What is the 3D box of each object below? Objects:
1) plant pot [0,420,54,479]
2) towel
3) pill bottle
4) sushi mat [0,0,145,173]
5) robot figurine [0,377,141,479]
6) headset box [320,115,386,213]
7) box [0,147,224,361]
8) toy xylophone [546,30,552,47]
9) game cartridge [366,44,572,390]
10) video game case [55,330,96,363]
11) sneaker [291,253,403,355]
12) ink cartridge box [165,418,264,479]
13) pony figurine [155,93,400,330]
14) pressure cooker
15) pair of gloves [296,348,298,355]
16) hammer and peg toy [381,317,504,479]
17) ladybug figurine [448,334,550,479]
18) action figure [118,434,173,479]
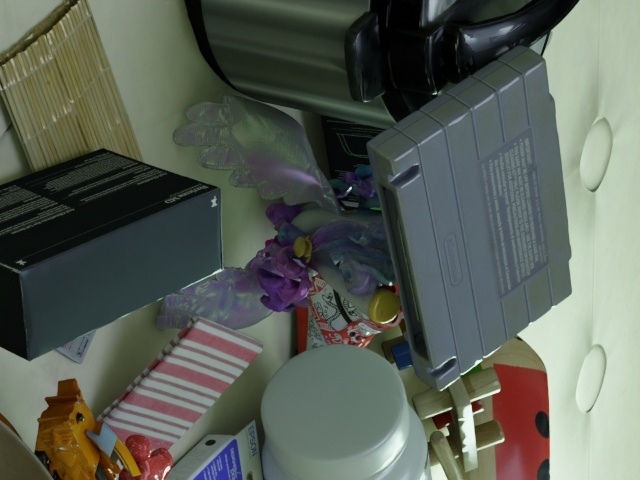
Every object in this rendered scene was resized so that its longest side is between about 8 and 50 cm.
[{"bbox_3d":[-0.390,0.287,1.395,0.191,0.284,0.284,-46,153,16],"label":"plant pot"},{"bbox_3d":[-0.172,0.172,1.809,0.197,0.029,0.144,-47,148,9],"label":"towel"},{"bbox_3d":[0.042,0.334,2.067,0.224,0.224,0.392,-55,150,-33],"label":"pill bottle"},{"bbox_3d":[-0.257,-0.094,1.656,0.151,0.019,0.317,-49,137,-39],"label":"sushi mat"},{"bbox_3d":[-0.270,0.277,1.625,0.085,0.211,0.291,-79,156,-47],"label":"robot figurine"},{"bbox_3d":[0.122,-0.119,2.143,0.246,0.131,0.283,-53,142,-47],"label":"headset box"},{"bbox_3d":[-0.252,0.006,1.524,0.261,0.184,0.103,-25,122,-43],"label":"box"},{"bbox_3d":[0.226,-0.344,2.156,0.081,0.236,0.323,-48,-174,15],"label":"toy xylophone"},{"bbox_3d":[0.175,-0.021,1.689,0.230,0.068,0.355,-37,135,-24],"label":"game cartridge"},{"bbox_3d":[-0.286,0.078,1.693,0.122,0.011,0.087,45,63,-55],"label":"video game case"},{"bbox_3d":[0.047,0.128,2.106,0.090,0.145,0.270,-42,132,-48],"label":"sneaker"},{"bbox_3d":[-0.146,0.365,1.988,0.208,0.045,0.206,-39,132,-45],"label":"ink cartridge box"},{"bbox_3d":[0.000,0.000,1.868,0.351,0.363,0.303,4,103,-43],"label":"pony figurine"},{"bbox_3d":[0.101,-0.311,1.785,0.375,0.420,0.370,27,81,-58],"label":"pressure cooker"},{"bbox_3d":[-0.023,0.189,2.159,0.074,0.010,0.083,31,73,-57],"label":"pair of gloves"},{"bbox_3d":[0.190,0.223,2.185,0.266,0.127,0.361,75,-5,-58],"label":"hammer and peg toy"},{"bbox_3d":[0.288,0.348,2.461,0.305,0.161,0.449,73,19,-76],"label":"ladybug figurine"},{"bbox_3d":[-0.245,0.301,1.782,0.091,0.139,0.280,-52,163,-40],"label":"action figure"}]
